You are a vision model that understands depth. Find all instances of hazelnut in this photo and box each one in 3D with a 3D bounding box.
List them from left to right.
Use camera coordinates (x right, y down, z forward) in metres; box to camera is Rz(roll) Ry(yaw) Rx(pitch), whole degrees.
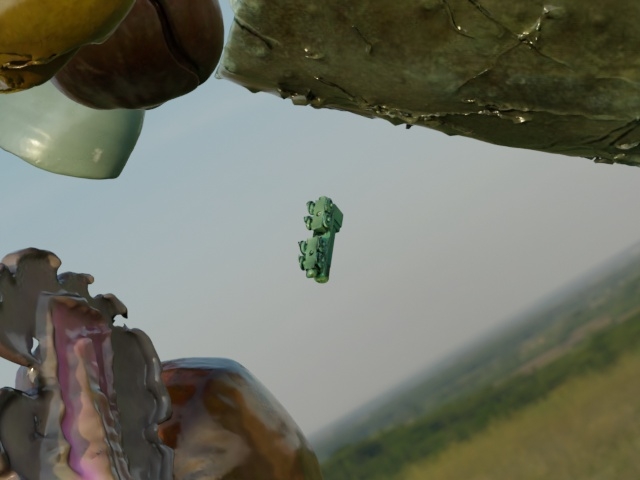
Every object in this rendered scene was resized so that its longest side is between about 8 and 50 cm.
[{"bbox_3d":[-0.154,-0.171,1.316,0.154,0.143,0.143,-16,-4,5],"label":"hazelnut"},{"bbox_3d":[-0.092,0.185,1.099,0.214,0.214,0.176,-32,-8,23],"label":"hazelnut"}]

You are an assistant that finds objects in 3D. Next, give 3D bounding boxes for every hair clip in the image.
[{"bbox_3d":[-0.113,0.146,0.886,0.069,0.300,0.173,-34,-31,15],"label":"hair clip"}]

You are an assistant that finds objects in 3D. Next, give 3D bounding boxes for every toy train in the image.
[{"bbox_3d":[0.000,0.000,1.626,0.029,0.092,0.045,-8,-33,26],"label":"toy train"}]

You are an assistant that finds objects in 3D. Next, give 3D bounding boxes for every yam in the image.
[{"bbox_3d":[0.120,-0.164,0.973,0.348,0.241,0.241,7,-9,-3],"label":"yam"}]

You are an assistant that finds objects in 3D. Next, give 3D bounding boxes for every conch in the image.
[{"bbox_3d":[-0.278,-0.150,1.770,0.185,0.221,0.121,-18,-51,-14],"label":"conch"}]

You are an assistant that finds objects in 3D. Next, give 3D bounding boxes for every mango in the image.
[{"bbox_3d":[-0.217,-0.180,1.071,0.130,0.262,0.167,12,-82,-52],"label":"mango"}]
